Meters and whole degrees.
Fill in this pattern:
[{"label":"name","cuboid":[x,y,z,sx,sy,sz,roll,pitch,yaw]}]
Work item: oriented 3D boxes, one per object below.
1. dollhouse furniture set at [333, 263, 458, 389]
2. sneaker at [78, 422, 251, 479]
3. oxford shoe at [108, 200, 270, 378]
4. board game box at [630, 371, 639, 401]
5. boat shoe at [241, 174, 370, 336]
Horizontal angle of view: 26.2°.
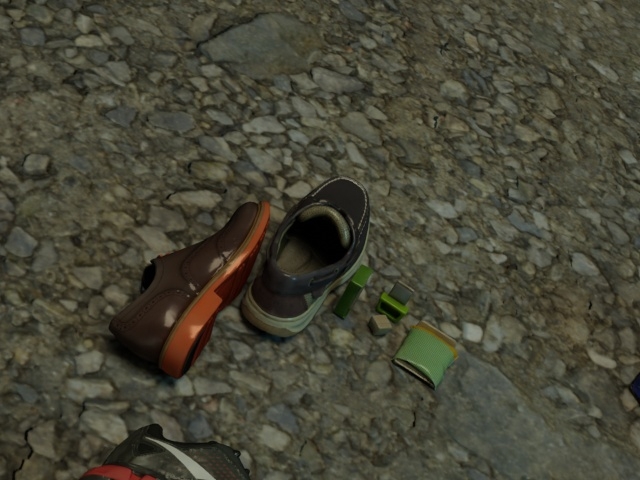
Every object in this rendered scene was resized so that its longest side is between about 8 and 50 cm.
[{"label":"dollhouse furniture set","cuboid":[0.095,0.093,1.569,0.151,0.058,0.076,33,39,4]},{"label":"sneaker","cuboid":[-0.082,0.257,1.252,0.276,0.098,0.135,29,41,1]},{"label":"oxford shoe","cuboid":[-0.131,0.029,1.475,0.098,0.097,0.271,26,39,5]},{"label":"board game box","cuboid":[0.570,0.203,1.675,0.291,0.141,0.232,-5,50,-35]},{"label":"boat shoe","cuboid":[0.000,0.000,1.583,0.103,0.092,0.285,33,39,4]}]
